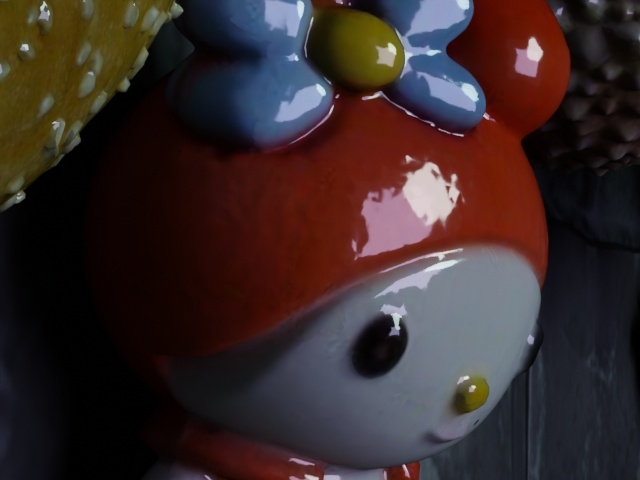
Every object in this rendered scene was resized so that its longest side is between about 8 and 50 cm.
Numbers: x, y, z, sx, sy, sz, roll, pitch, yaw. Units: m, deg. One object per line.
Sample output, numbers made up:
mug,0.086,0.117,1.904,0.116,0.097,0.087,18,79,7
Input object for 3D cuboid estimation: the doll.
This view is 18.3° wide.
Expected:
doll,0.000,0.000,0.594,0.161,0.130,0.290,5,98,-51

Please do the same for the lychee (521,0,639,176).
lychee,0.112,-0.106,0.798,0.197,0.165,0.165,9,80,-57

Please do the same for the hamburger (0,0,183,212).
hamburger,-0.106,-0.091,0.397,0.215,0.122,0.189,-34,119,-57
